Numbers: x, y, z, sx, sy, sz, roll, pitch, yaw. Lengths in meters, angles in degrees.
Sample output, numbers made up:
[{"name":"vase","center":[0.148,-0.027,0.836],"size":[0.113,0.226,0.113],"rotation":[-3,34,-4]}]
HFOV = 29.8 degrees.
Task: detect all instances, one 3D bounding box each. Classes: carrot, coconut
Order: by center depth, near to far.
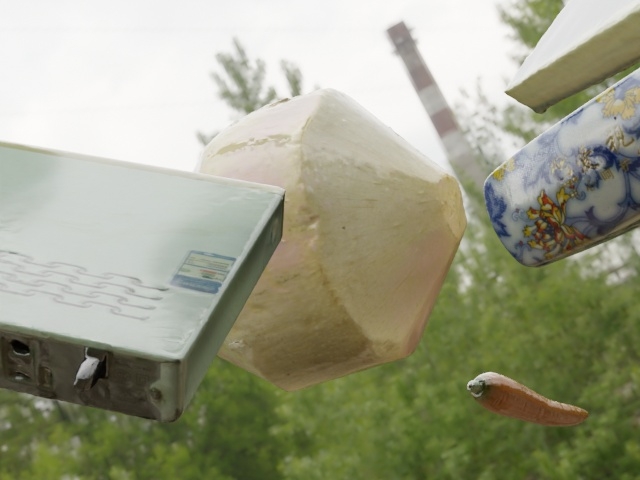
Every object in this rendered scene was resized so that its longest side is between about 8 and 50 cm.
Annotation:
[{"name":"coconut","center":[0.000,0.000,0.946],"size":[0.237,0.237,0.197],"rotation":[-34,2,26]},{"name":"carrot","center":[0.185,0.146,1.070],"size":[0.142,0.035,0.035],"rotation":[21,-39,-26]}]

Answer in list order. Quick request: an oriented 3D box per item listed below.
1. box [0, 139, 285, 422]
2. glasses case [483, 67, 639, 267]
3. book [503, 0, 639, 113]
[{"name":"box","center":[-0.170,0.007,0.629],"size":[0.270,0.045,0.211],"rotation":[9,30,9]},{"name":"glasses case","center":[0.209,-0.060,0.774],"size":[0.065,0.087,0.248],"rotation":[-12,-18,-48]},{"name":"book","center":[0.181,-0.179,0.319],"size":[0.322,0.018,0.228],"rotation":[-53,6,-11]}]
